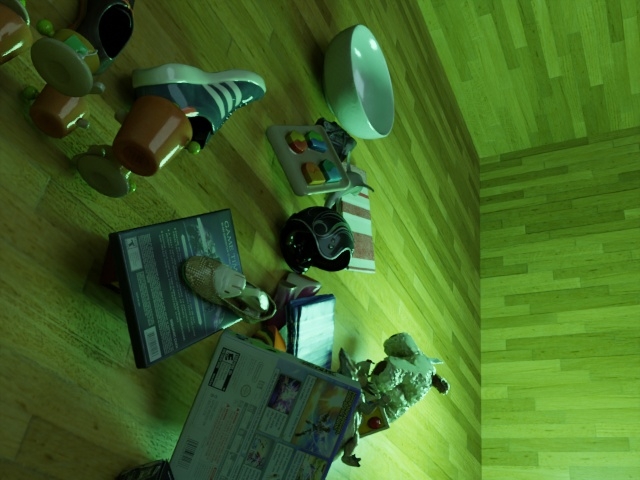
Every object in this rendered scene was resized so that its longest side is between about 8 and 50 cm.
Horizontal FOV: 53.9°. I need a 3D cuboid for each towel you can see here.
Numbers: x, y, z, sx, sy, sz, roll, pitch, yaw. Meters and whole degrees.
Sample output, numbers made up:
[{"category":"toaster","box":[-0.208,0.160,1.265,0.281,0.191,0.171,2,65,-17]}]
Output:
[{"category":"towel","box":[0.099,-0.068,1.898,0.237,0.037,0.329,11,73,-63]},{"category":"towel","box":[-0.029,0.293,1.440,0.243,0.040,0.336,-1,96,-68]}]

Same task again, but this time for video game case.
[{"category":"video game case","box":[-0.208,0.062,0.993,0.274,0.026,0.196,-21,102,-63]},{"category":"video game case","box":[-0.095,0.314,1.029,0.061,0.244,0.269,-104,-143,-87]}]

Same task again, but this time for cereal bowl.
[{"category":"cereal bowl","box":[0.101,-0.468,1.912,0.339,0.141,0.339,34,51,-57]}]

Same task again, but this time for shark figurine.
[{"category":"shark figurine","box":[0.079,-0.124,1.682,0.278,0.116,0.166,-50,155,-49]}]

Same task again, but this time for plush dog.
[{"category":"plush dog","box":[0.222,0.424,1.795,0.210,0.225,0.262,36,26,3]}]

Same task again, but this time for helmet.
[{"category":"helmet","box":[0.000,0.000,1.525,0.161,0.169,0.169,-15,95,-47]}]

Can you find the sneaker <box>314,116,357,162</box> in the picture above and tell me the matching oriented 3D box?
[{"category":"sneaker","box":[0.001,-0.244,1.709,0.130,0.087,0.227,47,54,-15]}]

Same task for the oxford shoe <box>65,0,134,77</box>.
[{"category":"oxford shoe","box":[-0.336,-0.369,1.030,0.097,0.098,0.271,48,41,-48]}]

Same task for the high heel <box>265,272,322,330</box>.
[{"category":"high heel","box":[-0.064,0.146,1.475,0.244,0.082,0.117,-22,133,-77]}]

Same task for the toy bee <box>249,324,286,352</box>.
[{"category":"toy bee","box":[-0.135,0.286,1.202,0.298,0.162,0.195,-97,164,-78]}]

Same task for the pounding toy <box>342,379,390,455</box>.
[{"category":"pounding toy","box":[0.099,0.460,1.624,0.100,0.141,0.130,-112,-178,-71]}]

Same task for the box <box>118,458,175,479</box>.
[{"category":"box","box":[-0.223,0.511,0.887,0.242,0.076,0.307,-106,179,-76]}]

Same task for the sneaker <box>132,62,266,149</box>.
[{"category":"sneaker","box":[-0.222,-0.252,1.216,0.350,0.131,0.148,-21,107,-58]}]

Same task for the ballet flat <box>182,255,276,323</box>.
[{"category":"ballet flat","box":[-0.138,0.078,1.024,0.206,0.067,0.073,41,50,-52]}]

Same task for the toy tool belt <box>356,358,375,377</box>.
[{"category":"toy tool belt","box":[0.123,0.371,1.791,0.083,0.052,0.051,-9,115,-67]}]

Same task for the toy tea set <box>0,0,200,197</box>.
[{"category":"toy tea set","box":[-0.326,-0.217,0.894,0.336,0.200,0.124,54,44,-34]}]

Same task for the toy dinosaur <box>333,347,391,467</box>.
[{"category":"toy dinosaur","box":[0.058,0.420,1.495,0.200,0.127,0.296,141,-28,-82]}]

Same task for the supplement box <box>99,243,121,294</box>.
[{"category":"supplement box","box":[-0.255,0.067,1.044,0.188,0.104,0.081,44,46,-51]}]

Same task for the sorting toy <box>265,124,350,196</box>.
[{"category":"sorting toy","box":[-0.023,-0.208,1.577,0.208,0.038,0.193,-16,77,-50]}]
